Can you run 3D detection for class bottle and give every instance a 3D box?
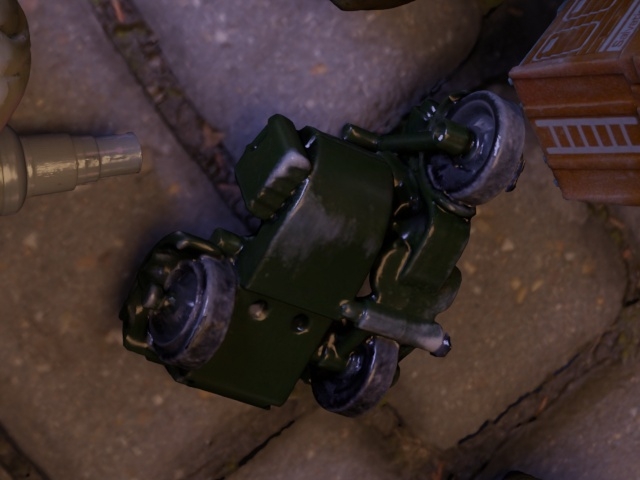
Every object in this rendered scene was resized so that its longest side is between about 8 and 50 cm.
[{"bbox_3d":[-0.213,-0.039,0.962,0.217,0.060,0.060,-8,112,-21],"label":"bottle"}]

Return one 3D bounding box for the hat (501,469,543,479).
[{"bbox_3d":[0.156,0.212,1.222,0.193,0.082,0.193,-8,149,-5],"label":"hat"}]

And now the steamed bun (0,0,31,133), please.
[{"bbox_3d":[-0.349,-0.107,0.767,0.352,0.247,0.339,-47,117,-20],"label":"steamed bun"}]

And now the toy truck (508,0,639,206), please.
[{"bbox_3d":[0.253,-0.154,1.045,0.305,0.162,0.136,-52,127,-35],"label":"toy truck"}]

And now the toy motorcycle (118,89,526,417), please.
[{"bbox_3d":[0.000,0.000,1.047,0.205,0.127,0.275,21,106,-29],"label":"toy motorcycle"}]

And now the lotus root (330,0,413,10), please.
[{"bbox_3d":[0.071,-0.240,0.966,0.124,0.123,0.241,22,121,-43],"label":"lotus root"}]
